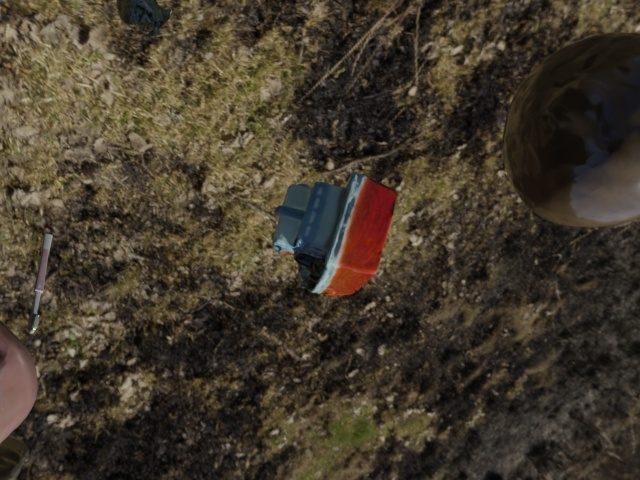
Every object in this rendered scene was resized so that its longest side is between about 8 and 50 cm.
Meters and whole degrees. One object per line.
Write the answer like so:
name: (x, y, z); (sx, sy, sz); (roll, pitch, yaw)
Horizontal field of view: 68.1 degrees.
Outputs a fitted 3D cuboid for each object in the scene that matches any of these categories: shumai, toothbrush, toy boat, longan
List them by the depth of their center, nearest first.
toy boat: (0.000, 0.000, 0.675); (0.133, 0.332, 0.145); (17, 79, -2)
longan: (0.422, -0.160, 0.723); (0.297, 0.297, 0.298); (-20, 127, -29)
shumai: (-0.282, -0.381, 0.769); (0.080, 0.083, 0.082); (-8, 84, -36)
toothbrush: (-0.491, 0.070, 0.832); (0.014, 0.195, 0.017); (22, 134, -41)

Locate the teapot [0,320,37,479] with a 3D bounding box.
teapot: (-0.369, 0.095, 0.282); (0.375, 0.306, 0.362); (-33, 104, 15)
